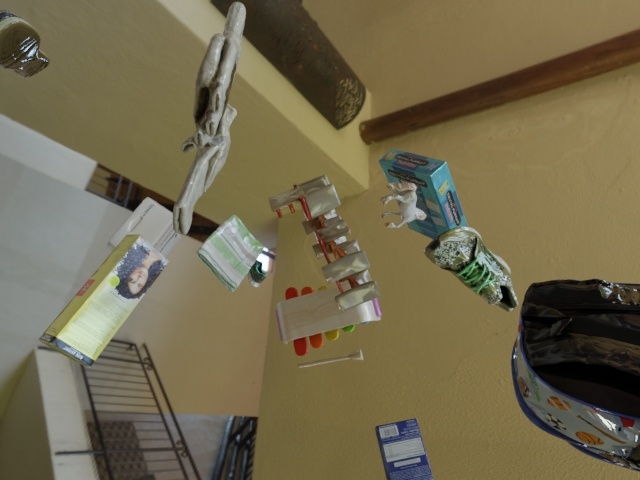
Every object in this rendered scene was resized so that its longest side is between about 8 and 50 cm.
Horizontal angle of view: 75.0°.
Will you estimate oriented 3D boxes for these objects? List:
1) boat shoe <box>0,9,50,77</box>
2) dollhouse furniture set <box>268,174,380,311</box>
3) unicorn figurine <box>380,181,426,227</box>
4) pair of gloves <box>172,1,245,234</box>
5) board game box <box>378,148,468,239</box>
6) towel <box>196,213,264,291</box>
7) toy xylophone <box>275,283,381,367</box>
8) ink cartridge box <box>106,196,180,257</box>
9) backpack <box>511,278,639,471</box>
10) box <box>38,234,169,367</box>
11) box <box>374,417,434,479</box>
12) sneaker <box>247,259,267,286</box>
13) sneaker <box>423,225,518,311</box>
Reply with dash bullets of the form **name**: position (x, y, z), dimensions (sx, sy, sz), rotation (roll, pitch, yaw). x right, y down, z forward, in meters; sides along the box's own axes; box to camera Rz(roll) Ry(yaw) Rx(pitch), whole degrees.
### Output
- **boat shoe**: position (-0.356, -0.228, 0.477), dimensions (0.056, 0.049, 0.152), rotation (-47, -158, -16)
- **dollhouse furniture set**: position (0.000, 0.000, 0.924), dimensions (0.135, 0.259, 0.262), rotation (-24, -153, -1)
- **unicorn figurine**: position (0.200, -0.075, 0.990), dimensions (0.111, 0.162, 0.060), rotation (-13, -121, -2)
- **pair of gloves**: position (-0.133, -0.142, 0.528), dimensions (0.240, 0.042, 0.204), rotation (119, -17, -47)
- **board game box**: position (0.366, -0.144, 1.453), dimensions (0.079, 0.336, 0.253), rotation (-41, -144, -12)
- **towel**: position (-0.184, 0.021, 0.884), dimensions (0.023, 0.113, 0.152), rotation (-25, -158, 34)
- **toy xylophone**: position (0.013, 0.235, 1.192), dimensions (0.322, 0.081, 0.236), rotation (-9, -107, 16)
- **ink cartridge box**: position (-0.437, 0.000, 1.054), dimensions (0.148, 0.085, 0.203), rotation (-58, -175, -20)
- **backpack**: position (0.402, 0.170, 0.566), dimensions (0.263, 0.213, 0.276), rotation (12, -141, 20)
- **box**: position (-0.382, 0.102, 0.754), dimensions (0.058, 0.087, 0.232), rotation (1, -129, 38)
- **box**: position (0.256, 0.668, 1.256), dimensions (0.136, 0.037, 0.225), rotation (-7, -123, -8)
- **sneaker**: position (-0.258, 0.093, 1.616), dimensions (0.076, 0.065, 0.167), rotation (-34, -104, 23)
- **sneaker**: position (0.476, 0.097, 1.241), dimensions (0.158, 0.410, 0.182), rotation (-48, -144, 24)
